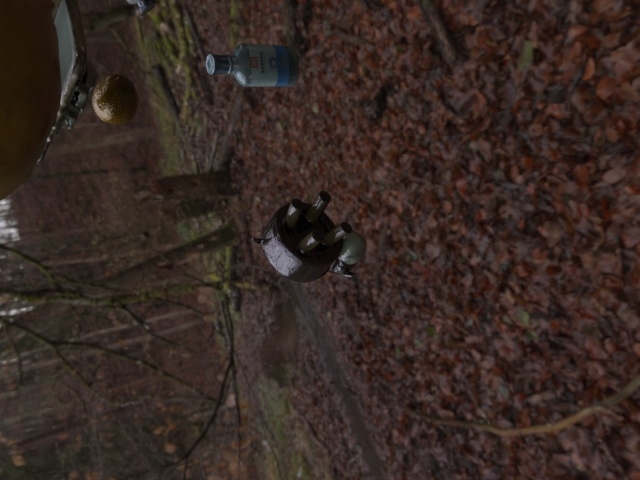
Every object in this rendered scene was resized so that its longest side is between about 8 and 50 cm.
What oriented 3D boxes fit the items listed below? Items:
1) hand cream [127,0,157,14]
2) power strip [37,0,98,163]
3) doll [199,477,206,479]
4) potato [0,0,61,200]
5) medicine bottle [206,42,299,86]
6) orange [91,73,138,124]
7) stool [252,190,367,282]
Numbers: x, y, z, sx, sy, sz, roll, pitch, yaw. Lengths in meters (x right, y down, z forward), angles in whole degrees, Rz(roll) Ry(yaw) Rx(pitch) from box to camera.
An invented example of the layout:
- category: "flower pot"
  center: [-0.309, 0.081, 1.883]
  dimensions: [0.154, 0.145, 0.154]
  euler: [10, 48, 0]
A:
- category: "hand cream"
  center: [-0.415, -0.568, 1.019]
  dimensions: [0.256, 0.055, 0.088]
  euler: [55, -163, -18]
- category: "power strip"
  center: [-0.387, -0.243, 0.805]
  dimensions: [0.198, 0.064, 0.213]
  euler: [-48, 48, 28]
- category: "doll"
  center: [-0.120, 0.351, 0.660]
  dimensions: [0.114, 0.057, 0.039]
  euler: [53, 156, 9]
- category: "potato"
  center: [-0.335, -0.146, 0.322]
  dimensions: [0.397, 0.295, 0.290]
  euler: [38, 111, 49]
- category: "medicine bottle"
  center: [-0.143, -0.379, 1.133]
  dimensions: [0.053, 0.208, 0.090]
  euler: [12, 109, 53]
- category: "orange"
  center: [-0.388, -0.268, 0.993]
  dimensions: [0.095, 0.085, 0.085]
  euler: [-60, 36, 27]
- category: "stool"
  center: [0.000, 0.000, 0.856]
  dimensions: [0.121, 0.217, 0.125]
  euler: [-47, 40, 40]
